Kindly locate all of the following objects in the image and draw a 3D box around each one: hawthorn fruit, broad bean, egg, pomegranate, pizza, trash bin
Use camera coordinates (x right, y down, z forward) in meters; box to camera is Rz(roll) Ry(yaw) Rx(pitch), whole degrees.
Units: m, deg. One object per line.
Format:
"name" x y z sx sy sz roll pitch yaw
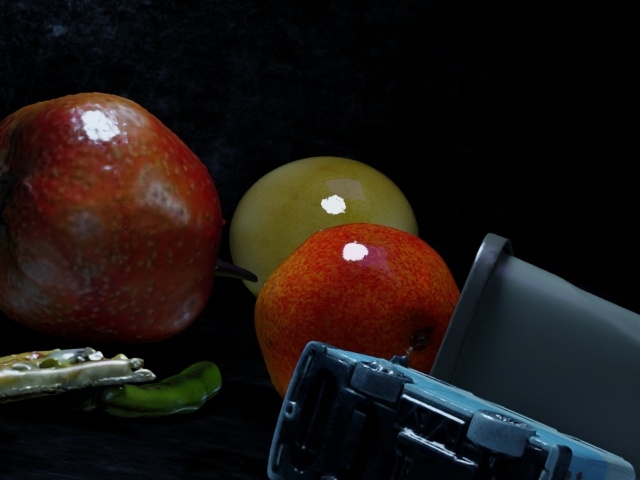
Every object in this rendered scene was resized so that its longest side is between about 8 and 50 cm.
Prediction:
"hawthorn fruit" -0.223 -0.010 1.790 0.369 0.285 0.284 25 -1 -28
"broad bean" -0.151 0.147 1.516 0.069 0.039 0.227 15 8 28
"egg" 0.000 0.000 2.289 0.250 0.250 0.322 8 1 -37
"pomegranate" 0.032 0.090 1.625 0.220 0.221 0.256 10 -11 -23
"pizza" -0.238 0.120 1.416 0.176 0.036 0.184 -5 3 28
"trash bin" 0.234 0.145 1.442 0.250 0.220 0.219 20 -10 9

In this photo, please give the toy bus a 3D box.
"toy bus" 0.105 0.182 1.235 0.164 0.133 0.271 14 5 -46
